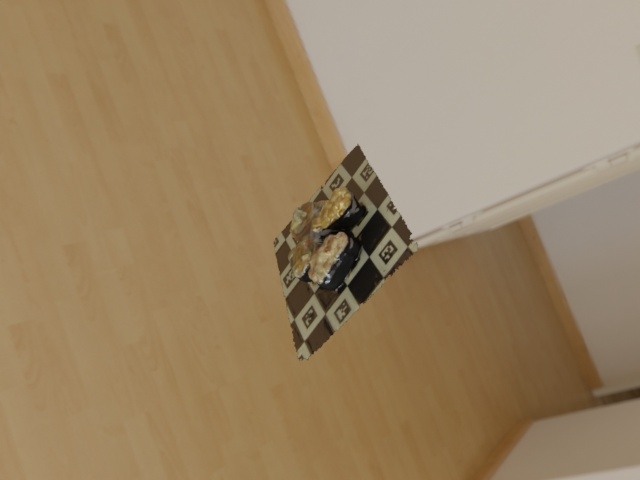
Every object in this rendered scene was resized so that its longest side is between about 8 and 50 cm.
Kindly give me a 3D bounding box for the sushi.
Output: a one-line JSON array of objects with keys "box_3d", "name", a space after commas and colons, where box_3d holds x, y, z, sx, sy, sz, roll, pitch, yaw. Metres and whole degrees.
[{"box_3d": [0.000, 0.000, 0.758, 0.040, 0.193, 0.210, 26, 28, -32], "name": "sushi"}]
